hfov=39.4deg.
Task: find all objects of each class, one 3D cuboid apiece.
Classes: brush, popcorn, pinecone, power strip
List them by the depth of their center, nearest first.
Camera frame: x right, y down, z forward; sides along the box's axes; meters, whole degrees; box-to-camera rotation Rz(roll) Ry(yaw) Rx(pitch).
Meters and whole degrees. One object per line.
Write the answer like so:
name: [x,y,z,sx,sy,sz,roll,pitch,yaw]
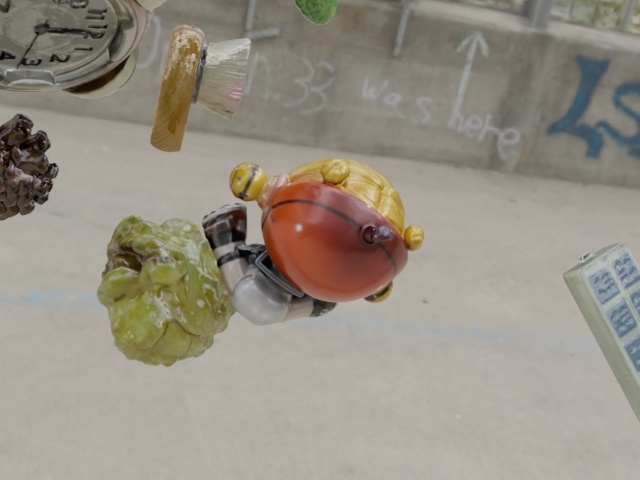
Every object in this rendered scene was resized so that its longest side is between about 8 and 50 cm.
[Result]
power strip: [0.464,0.177,1.254,0.106,0.367,0.043,-28,0,-28]
pinecone: [-0.484,-0.116,1.332,0.179,0.195,0.150,-20,58,19]
popcorn: [-0.247,0.087,1.448,0.194,0.255,0.256,-10,43,35]
brush: [-0.244,-0.296,1.813,0.166,0.267,0.174,14,-7,-10]

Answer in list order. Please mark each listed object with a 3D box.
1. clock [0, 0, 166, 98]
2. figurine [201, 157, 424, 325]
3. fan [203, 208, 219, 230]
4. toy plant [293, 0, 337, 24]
clock: [-0.379,-0.329,1.220,0.325,0.184,0.342,1,-21,-30]
figurine: [-0.002,0.004,1.312,0.320,0.323,0.196,37,42,-22]
fan: [-0.228,-0.042,1.913,0.003,0.080,0.060,40,-25,-17]
toy plant: [-0.042,-0.599,1.581,0.317,0.356,0.210,18,20,-39]
